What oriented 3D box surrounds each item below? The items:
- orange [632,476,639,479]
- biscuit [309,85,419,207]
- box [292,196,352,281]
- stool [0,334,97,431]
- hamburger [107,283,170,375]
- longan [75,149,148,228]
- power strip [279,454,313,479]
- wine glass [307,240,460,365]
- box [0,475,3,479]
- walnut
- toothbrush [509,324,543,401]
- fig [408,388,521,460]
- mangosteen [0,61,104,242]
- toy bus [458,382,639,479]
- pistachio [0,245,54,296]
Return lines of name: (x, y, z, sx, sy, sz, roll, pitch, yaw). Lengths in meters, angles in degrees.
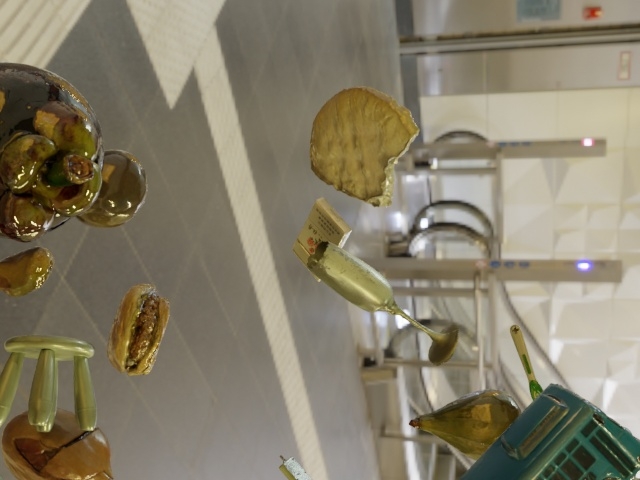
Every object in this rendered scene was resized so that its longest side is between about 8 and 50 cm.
orange: (0.447, 0.495, 1.257, 0.300, 0.301, 0.223, 37, 44, -32)
biscuit: (0.059, -0.135, 1.186, 0.040, 0.265, 0.188, -21, 92, -32)
box: (0.000, 0.000, 1.836, 0.029, 0.109, 0.198, -26, 157, -36)
stool: (-0.611, 0.322, 1.749, 0.195, 0.195, 0.199, 31, 54, -55)
hamburger: (-0.512, 0.247, 2.192, 0.283, 0.144, 0.260, -26, -136, 64)
longan: (-0.460, -0.109, 1.678, 0.189, 0.189, 0.189, 0, 90, -75)
power strip: (-0.045, 0.532, 1.749, 0.019, 0.136, 0.051, -49, 168, 24)
wine glass: (0.089, 0.086, 1.156, 0.262, 0.074, 0.074, 35, 40, -16)
box: (-0.674, 0.513, 1.386, 0.148, 0.195, 0.177, 53, 16, 14)
walnut: (-0.629, 0.515, 1.905, 0.203, 0.297, 0.203, 22, 90, -84)
toothbrush: (0.456, 0.318, 1.654, 0.030, 0.030, 0.304, 61, 14, -61)
fig: (0.254, 0.327, 1.336, 0.133, 0.184, 0.127, -134, -158, -83)
mangosteen: (-0.496, -0.125, 1.277, 0.297, 0.296, 0.314, 58, 11, -63)
toy bus: (0.204, 0.225, 0.728, 0.106, 0.185, 0.090, 45, -4, -11)
pistachio: (-0.719, 0.076, 1.910, 0.100, 0.189, 0.110, 65, 18, -12)
